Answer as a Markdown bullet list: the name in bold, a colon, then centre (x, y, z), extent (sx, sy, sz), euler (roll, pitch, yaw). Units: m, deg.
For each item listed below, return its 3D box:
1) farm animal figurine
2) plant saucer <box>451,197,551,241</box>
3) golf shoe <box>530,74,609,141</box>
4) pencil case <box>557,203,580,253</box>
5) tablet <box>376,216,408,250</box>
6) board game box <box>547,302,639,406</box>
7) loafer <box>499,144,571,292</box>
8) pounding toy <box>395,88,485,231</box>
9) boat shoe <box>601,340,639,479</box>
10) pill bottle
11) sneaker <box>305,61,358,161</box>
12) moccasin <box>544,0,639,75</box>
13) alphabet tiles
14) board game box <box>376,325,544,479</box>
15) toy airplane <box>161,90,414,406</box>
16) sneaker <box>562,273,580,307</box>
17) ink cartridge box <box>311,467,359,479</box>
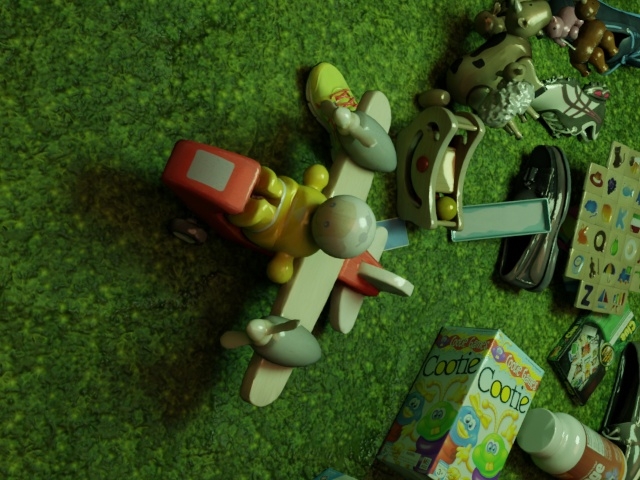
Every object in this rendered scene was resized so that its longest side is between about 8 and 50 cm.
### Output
- **farm animal figurine**: centre (0.358, -0.364, 1.292), extent (0.327, 0.330, 0.172), euler (-42, 114, 2)
- **plant saucer**: centre (0.340, -0.039, 1.316), extent (0.192, 0.018, 0.067), euler (-6, 88, -3)
- **golf shoe**: centre (0.504, -0.276, 1.439), extent (0.273, 0.105, 0.120), euler (0, 93, -31)
- **pencil case**: centre (0.595, -0.042, 1.476), extent (0.236, 0.104, 0.104), euler (-16, 94, -31)
- **tablet**: centre (0.121, -0.011, 1.235), extent (0.083, 0.006, 0.054), euler (-12, 92, -33)
- **board game box**: centre (0.595, 0.218, 1.494), extent (0.260, 0.030, 0.136), euler (-42, 105, -27)
- **loafer**: centre (0.419, -0.052, 1.367), extent (0.095, 0.109, 0.302), euler (13, 82, -26)
- **pounding toy**: centre (0.238, -0.149, 1.231), extent (0.155, 0.154, 0.269), euler (3, 85, -31)
- **boat shoe**: centre (0.652, 0.368, 1.480), extent (0.096, 0.112, 0.335), euler (36, 62, -5)
- **pill bottle**: centre (0.490, 0.414, 1.359), extent (0.216, 0.121, 0.121), euler (33, 70, -25)
- **sneaker**: centre (0.048, -0.205, 1.155), extent (0.082, 0.094, 0.208), euler (-28, 99, -29)
- **moccasin**: centre (0.624, -0.432, 1.516), extent (0.342, 0.138, 0.116), euler (14, 65, -17)
- **alphabet tiles**: centre (0.612, -0.019, 1.426), extent (0.285, 0.011, 0.342), euler (11, 92, -35)
- **board game box**: centre (0.247, 0.303, 1.206), extent (0.144, 0.142, 0.275), euler (41, 67, -23)
- **toy airplane**: centre (0.000, 0.000, 1.002), extent (0.385, 0.272, 0.385), euler (-21, 99, -30)
- **sneaker**: centre (0.587, 0.107, 1.479), extent (0.152, 0.058, 0.084), euler (-3, 82, -27)
- **ink cartridge box**: centre (-0.019, 0.432, 1.054), extent (0.181, 0.104, 0.061), euler (-26, 99, -30)
